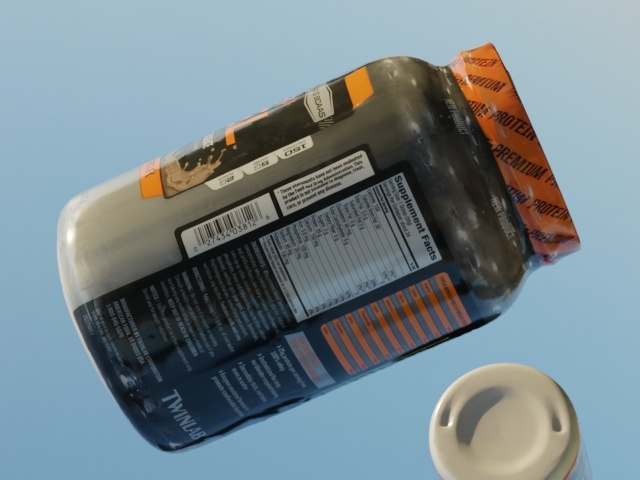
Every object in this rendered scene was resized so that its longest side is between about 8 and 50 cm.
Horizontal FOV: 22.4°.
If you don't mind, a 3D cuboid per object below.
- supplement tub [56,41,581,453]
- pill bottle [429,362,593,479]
[{"bbox_3d":[0.000,0.000,1.158,0.207,0.338,0.207,-24,-90,-84],"label":"supplement tub"},{"bbox_3d":[0.170,0.201,1.385,0.124,0.124,0.221,56,177,30],"label":"pill bottle"}]
